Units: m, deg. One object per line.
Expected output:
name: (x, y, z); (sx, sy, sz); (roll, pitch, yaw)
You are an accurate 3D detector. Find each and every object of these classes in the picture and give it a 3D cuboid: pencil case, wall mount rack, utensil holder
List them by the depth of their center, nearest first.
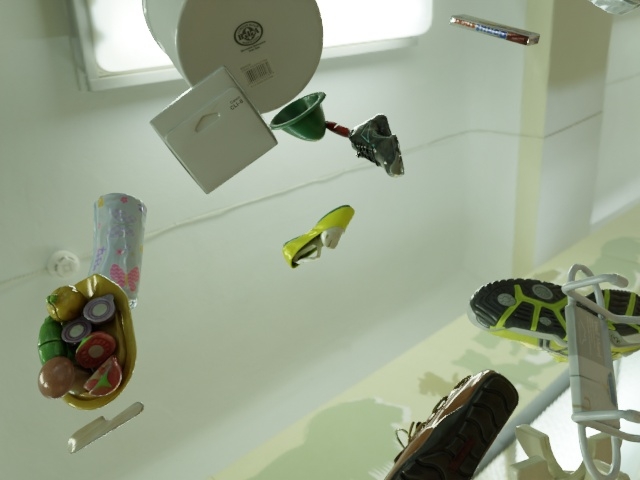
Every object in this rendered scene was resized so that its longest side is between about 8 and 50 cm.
wall mount rack: (0.501, 0.202, 0.941); (0.304, 0.130, 0.350); (24, -120, -32)
utensil holder: (-0.199, -0.481, 1.312); (0.327, 0.385, 0.328); (-11, -57, -18)
pencil case: (-0.470, 0.027, 1.380); (0.124, 0.113, 0.273); (6, -118, -15)

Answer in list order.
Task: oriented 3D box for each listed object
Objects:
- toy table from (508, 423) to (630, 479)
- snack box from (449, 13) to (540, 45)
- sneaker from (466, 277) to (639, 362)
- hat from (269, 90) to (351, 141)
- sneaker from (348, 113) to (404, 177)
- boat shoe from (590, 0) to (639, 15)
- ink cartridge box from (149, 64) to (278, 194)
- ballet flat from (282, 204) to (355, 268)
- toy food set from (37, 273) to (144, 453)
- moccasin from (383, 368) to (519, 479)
toy table: (0.458, 0.453, 1.094); (0.252, 0.274, 0.161); (-11, -82, -33)
snack box: (0.361, -0.440, 1.252); (0.064, 0.178, 0.022); (-27, -44, -46)
sneaker: (0.447, 0.172, 1.125); (0.384, 0.145, 0.147); (9, -50, -12)
hat: (-0.011, -0.278, 1.612); (0.173, 0.208, 0.184); (-47, -61, -23)
sneaker: (0.133, -0.215, 1.440); (0.106, 0.267, 0.101); (-15, -60, 2)
boat shoe: (0.349, -0.334, 0.673); (0.306, 0.105, 0.113); (-10, -94, -46)
ink cartridge box: (-0.152, -0.166, 0.876); (0.128, 0.176, 0.127); (-35, -72, 3)
ballet flat: (0.000, 0.000, 1.491); (0.077, 0.231, 0.077); (25, -139, -46)
toy food set: (-0.303, 0.139, 0.754); (0.128, 0.218, 0.071); (-25, -25, 11)
moccasin: (0.231, 0.408, 1.188); (0.139, 0.147, 0.380); (39, -107, -3)
